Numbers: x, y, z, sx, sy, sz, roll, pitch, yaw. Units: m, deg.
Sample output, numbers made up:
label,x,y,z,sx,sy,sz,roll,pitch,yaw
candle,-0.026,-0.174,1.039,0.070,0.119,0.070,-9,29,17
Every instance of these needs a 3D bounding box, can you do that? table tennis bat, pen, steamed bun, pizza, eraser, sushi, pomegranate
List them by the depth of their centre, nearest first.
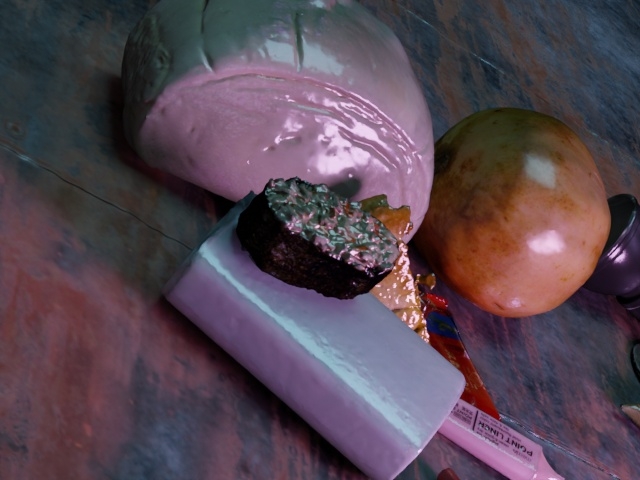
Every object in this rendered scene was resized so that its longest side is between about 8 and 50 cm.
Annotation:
label,x,y,z,sx,sy,sz,roll,pitch,yaw
sushi,0.000,0.000,1.477,0.150,0.078,0.090,25,37,-24
table tennis bat,0.163,0.279,1.522,0.155,0.019,0.098,49,-2,38
eraser,-0.003,0.091,1.532,0.290,0.104,0.189,42,23,2
pen,0.185,0.215,1.660,0.197,0.032,0.053,32,43,-12
pizza,0.061,0.047,1.698,0.194,0.154,0.069,53,1,-23
steamed bun,-0.020,-0.154,1.744,0.383,0.236,0.247,24,31,-29
pomegranate,0.243,-0.029,1.909,0.270,0.229,0.252,31,28,-30

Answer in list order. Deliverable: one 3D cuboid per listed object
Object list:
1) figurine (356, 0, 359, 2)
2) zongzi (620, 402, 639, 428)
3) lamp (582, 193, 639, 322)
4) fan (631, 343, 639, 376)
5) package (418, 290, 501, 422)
label,x,y,z,sx,sy,sz,roll,pitch,yaw
figurine,-0.090,-0.419,2.097,0.361,0.211,0.253,32,16,-32
zongzi,0.434,0.245,1.935,0.119,0.055,0.109,3,45,-34
lamp,0.454,0.066,2.160,0.227,0.147,0.172,41,25,-15
fan,0.523,0.252,2.085,0.223,0.012,0.294,18,33,-39
package,0.143,0.130,1.758,0.083,0.022,0.200,19,35,-36
